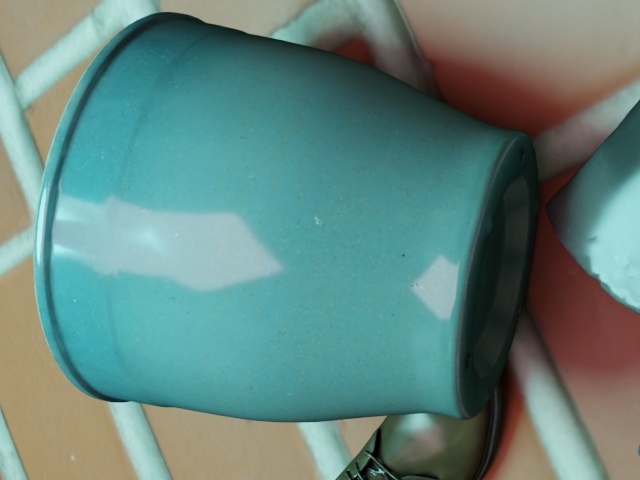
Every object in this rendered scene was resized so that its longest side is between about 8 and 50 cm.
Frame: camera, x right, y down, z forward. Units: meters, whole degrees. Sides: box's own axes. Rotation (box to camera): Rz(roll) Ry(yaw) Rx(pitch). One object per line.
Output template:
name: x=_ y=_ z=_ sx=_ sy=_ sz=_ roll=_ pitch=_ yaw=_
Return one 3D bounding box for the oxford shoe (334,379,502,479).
oxford shoe: x=0.060 y=0.173 z=0.795 sx=0.083 sy=0.096 sz=0.227 roll=38 pitch=119 yaw=27

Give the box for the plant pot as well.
plant pot: x=0.000 y=0.000 z=0.714 sx=0.255 sy=0.271 sz=0.272 roll=11 pitch=107 yaw=20

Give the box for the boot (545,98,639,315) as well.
boot: x=0.257 y=-0.167 z=0.553 sx=0.367 sy=0.146 sz=0.445 roll=44 pitch=127 yaw=23

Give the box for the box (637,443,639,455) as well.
box: x=0.333 y=-0.008 z=0.346 sx=0.179 sy=0.312 sz=0.343 roll=54 pitch=138 yaw=38
